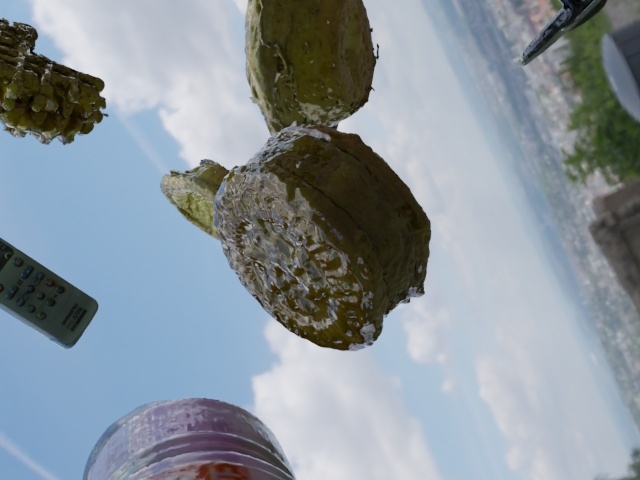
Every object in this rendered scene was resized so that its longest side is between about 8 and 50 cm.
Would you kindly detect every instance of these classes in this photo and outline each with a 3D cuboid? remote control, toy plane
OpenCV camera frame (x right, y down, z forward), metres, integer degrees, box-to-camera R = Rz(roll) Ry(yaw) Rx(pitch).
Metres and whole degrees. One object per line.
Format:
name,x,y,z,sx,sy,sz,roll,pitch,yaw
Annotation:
remote control,-0.249,0.040,0.764,0.124,0.018,0.053,36,-121,-9
toy plane,0.286,-0.281,0.903,0.088,0.262,0.192,41,-164,-33

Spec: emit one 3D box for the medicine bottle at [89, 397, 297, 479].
medicine bottle,-0.084,0.287,0.695,0.219,0.219,0.388,60,178,-20

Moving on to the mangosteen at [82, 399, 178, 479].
mangosteen,-0.180,0.345,1.229,0.288,0.288,0.288,59,-166,-25

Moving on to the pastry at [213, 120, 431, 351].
pastry,0.000,0.000,0.746,0.103,0.188,0.189,-43,-66,-31

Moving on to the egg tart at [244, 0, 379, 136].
egg tart,-0.001,-0.249,1.201,0.294,0.116,0.295,3,-90,-67

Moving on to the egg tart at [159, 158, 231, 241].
egg tart,-0.143,-0.054,1.335,0.191,0.074,0.191,32,162,12

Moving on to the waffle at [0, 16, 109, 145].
waffle,-0.311,-0.170,0.914,0.193,0.070,0.197,28,-158,2
